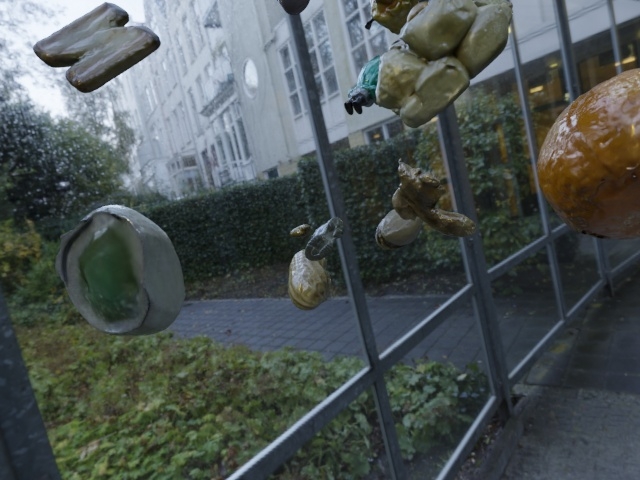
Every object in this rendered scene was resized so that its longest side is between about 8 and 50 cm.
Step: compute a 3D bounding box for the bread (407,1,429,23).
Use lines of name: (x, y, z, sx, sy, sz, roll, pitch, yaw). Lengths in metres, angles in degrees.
bread: (0.282, -0.572, 1.062, 0.115, 0.056, 0.082, 9, -22, -23)

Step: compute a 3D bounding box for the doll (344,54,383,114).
doll: (0.168, -0.495, 1.349, 0.258, 0.153, 0.195, -36, 42, -5)

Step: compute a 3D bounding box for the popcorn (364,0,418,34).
popcorn: (0.284, -0.959, 1.563, 0.282, 0.296, 0.315, -4, -24, 12)

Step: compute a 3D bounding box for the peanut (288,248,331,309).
peanut: (-0.037, 0.122, 1.456, 0.154, 0.140, 0.325, 11, 27, -1)

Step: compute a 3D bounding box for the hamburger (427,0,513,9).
hamburger: (0.296, -0.415, 0.808, 0.136, 0.155, 0.207, 0, 33, -11)

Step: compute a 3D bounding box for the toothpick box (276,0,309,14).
toothpick box: (-0.106, -0.743, 1.203, 0.099, 0.148, 0.098, -28, -25, -15)

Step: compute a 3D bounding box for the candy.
candy: (-0.584, 0.103, 1.208, 0.428, 0.385, 0.186, -20, 7, 26)

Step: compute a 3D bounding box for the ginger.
ginger: (0.247, -0.082, 0.905, 0.214, 0.132, 0.059, 29, 40, 16)

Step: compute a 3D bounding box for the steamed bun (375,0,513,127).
steamed bun: (0.148, -0.252, 0.547, 0.192, 0.106, 0.177, -37, 20, 28)

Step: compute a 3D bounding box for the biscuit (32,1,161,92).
biscuit: (-0.644, -0.564, 1.201, 0.290, 0.237, 0.062, -49, -11, -22)

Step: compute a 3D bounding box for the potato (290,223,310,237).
potato: (-0.075, -0.034, 1.606, 0.092, 0.046, 0.045, -25, 13, 22)

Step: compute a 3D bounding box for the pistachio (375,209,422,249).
pistachio: (0.286, -0.046, 1.486, 0.226, 0.135, 0.136, -33, 17, -35)

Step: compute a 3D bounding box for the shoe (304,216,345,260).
shoe: (0.000, 0.000, 1.288, 0.169, 0.071, 0.099, -50, 15, -25)

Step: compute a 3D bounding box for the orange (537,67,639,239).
orange: (0.612, -0.170, 0.807, 0.342, 0.292, 0.340, -2, -29, -1)
